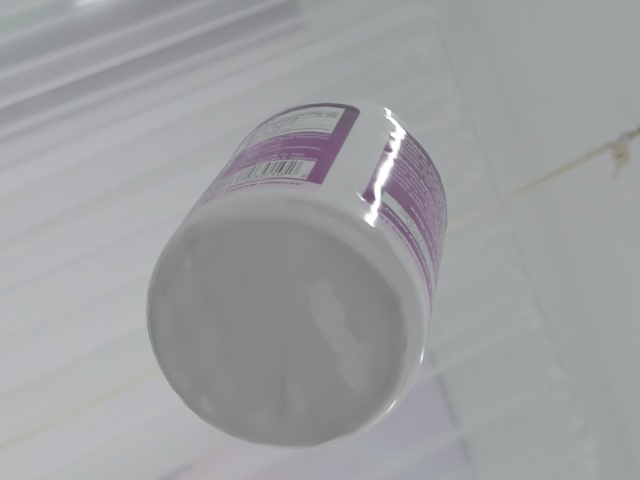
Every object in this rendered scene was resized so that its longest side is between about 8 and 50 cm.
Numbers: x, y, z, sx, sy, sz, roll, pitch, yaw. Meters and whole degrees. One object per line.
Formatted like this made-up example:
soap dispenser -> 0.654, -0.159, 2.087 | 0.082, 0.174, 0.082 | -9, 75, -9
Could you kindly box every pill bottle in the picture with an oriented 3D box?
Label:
pill bottle -> 0.000, 0.000, 0.812 | 0.301, 0.169, 0.169 | -65, 139, -66
